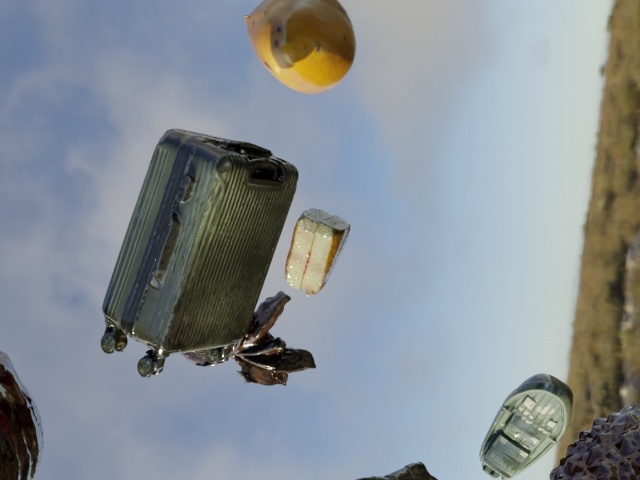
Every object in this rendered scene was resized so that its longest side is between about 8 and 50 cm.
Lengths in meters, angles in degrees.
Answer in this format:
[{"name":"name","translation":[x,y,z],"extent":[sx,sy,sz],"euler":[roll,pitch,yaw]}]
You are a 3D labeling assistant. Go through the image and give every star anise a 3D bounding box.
[{"name":"star anise","translation":[-0.144,0.163,1.398],"extent":[0.212,0.283,0.129],"euler":[100,177,-62]}]

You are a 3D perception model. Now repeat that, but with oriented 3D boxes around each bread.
[{"name":"bread","translation":[0.000,0.000,0.743],"extent":[0.062,0.043,0.109],"euler":[-58,-9,-36]}]

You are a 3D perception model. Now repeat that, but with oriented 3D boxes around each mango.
[{"name":"mango","translation":[-0.029,-0.339,1.397],"extent":[0.191,0.160,0.290],"euler":[50,-161,-13]}]

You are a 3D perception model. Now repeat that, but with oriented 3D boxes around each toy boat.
[{"name":"toy boat","translation":[0.249,0.233,1.010],"extent":[0.085,0.078,0.260],"euler":[-48,-18,-29]}]

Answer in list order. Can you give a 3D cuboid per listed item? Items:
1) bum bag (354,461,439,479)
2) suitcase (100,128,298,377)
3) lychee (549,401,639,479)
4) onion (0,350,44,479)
[{"name":"bum bag","translation":[0.110,0.381,1.214],"extent":[0.197,0.049,0.087],"euler":[-2,-117,-42]},{"name":"suitcase","translation":[-0.159,0.013,1.082],"extent":[0.202,0.128,0.312],"euler":[1,-67,-61]},{"name":"lychee","translation":[0.357,0.284,0.811],"extent":[0.304,0.276,0.276],"euler":[76,-154,-65]},{"name":"onion","translation":[-0.502,0.314,1.009],"extent":[0.348,0.348,0.385],"euler":[-35,-60,-67]}]
